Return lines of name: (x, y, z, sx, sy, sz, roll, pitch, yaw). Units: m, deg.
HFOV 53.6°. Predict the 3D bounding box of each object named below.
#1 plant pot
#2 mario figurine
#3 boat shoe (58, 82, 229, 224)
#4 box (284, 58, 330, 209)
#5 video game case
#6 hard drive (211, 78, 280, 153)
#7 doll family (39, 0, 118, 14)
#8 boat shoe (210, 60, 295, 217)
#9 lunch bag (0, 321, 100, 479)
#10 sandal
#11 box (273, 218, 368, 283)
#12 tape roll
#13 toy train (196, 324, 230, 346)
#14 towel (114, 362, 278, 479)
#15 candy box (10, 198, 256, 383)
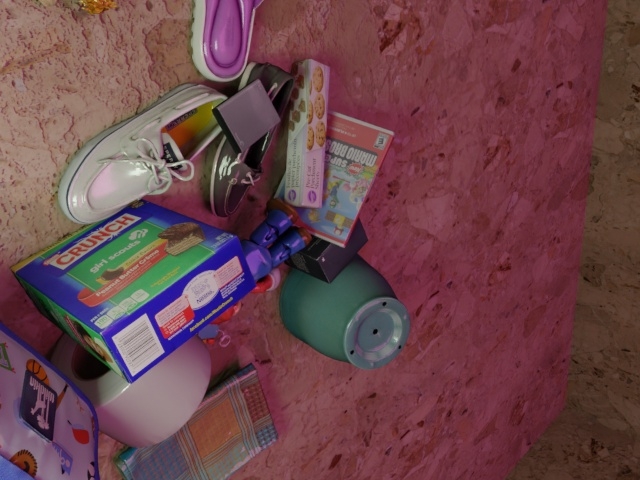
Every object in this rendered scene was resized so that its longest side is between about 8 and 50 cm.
plant pot: (0.074, 0.180, 1.543, 0.272, 0.255, 0.271, -10, 112, -26)
mario figurine: (-0.186, 0.046, 1.364, 0.320, 0.198, 0.170, -41, 176, -19)
boat shoe: (-0.290, -0.151, 1.139, 0.367, 0.157, 0.135, -44, 133, -27)
box: (-0.029, -0.232, 1.401, 0.067, 0.063, 0.323, 7, 85, -45)
video game case: (0.022, -0.149, 1.449, 0.285, 0.204, 0.025, -66, 161, -4)
hard drive: (-0.138, -0.235, 1.197, 0.135, 0.022, 0.094, -49, 119, -41)
doll family: (-0.351, -0.446, 0.981, 0.263, 0.118, 0.163, -40, 132, -30)
boat shoe: (-0.141, -0.198, 1.302, 0.112, 0.096, 0.335, -10, 118, -72)
lunch bag: (-0.502, 0.237, 0.896, 0.239, 0.386, 0.327, -47, 134, -23)
sandal: (-0.155, -0.505, 1.180, 0.169, 0.102, 0.416, -18, 120, -42)
box: (0.000, 0.000, 1.516, 0.156, 0.158, 0.093, -47, 135, -23)
tape roll: (-0.349, 0.235, 1.168, 0.246, 0.246, 0.169, -54, 138, -17)
toy train: (-0.284, 0.237, 1.394, 0.166, 0.046, 0.125, -39, 132, -26)
towel: (-0.272, 0.486, 1.483, 0.370, 0.040, 0.271, -32, 128, -27)
candy box: (-0.317, 0.063, 1.076, 0.268, 0.317, 0.122, -38, 129, -32)
